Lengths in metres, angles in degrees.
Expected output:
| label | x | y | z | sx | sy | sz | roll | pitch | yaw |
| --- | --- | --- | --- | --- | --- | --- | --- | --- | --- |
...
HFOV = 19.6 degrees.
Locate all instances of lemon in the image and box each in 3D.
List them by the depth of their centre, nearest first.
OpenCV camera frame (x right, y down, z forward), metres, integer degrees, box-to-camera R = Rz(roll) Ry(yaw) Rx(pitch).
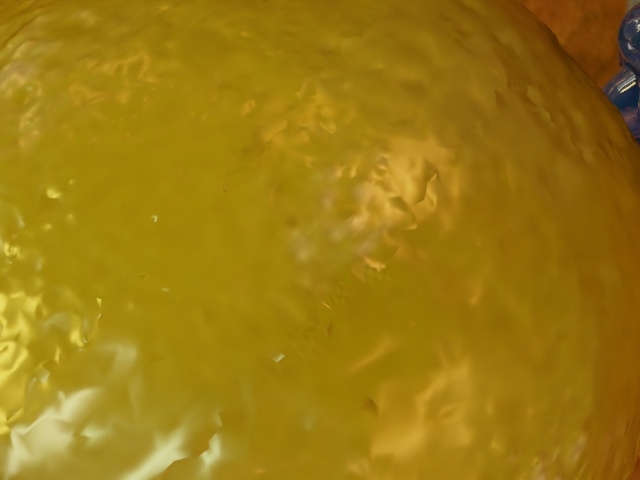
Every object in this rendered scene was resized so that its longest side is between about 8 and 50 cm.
| label | x | y | z | sx | sy | sz | roll | pitch | yaw |
| --- | --- | --- | --- | --- | --- | --- | --- | --- | --- |
| lemon | -0.054 | 0.061 | 0.731 | 0.364 | 0.364 | 0.364 | -1 | 82 | 10 |

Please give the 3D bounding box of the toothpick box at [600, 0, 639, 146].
| label | x | y | z | sx | sy | sz | roll | pitch | yaw |
| --- | --- | --- | --- | --- | --- | --- | --- | --- | --- |
| toothpick box | 0.309 | -0.095 | 1.048 | 0.263 | 0.354 | 0.263 | -13 | 69 | 36 |
